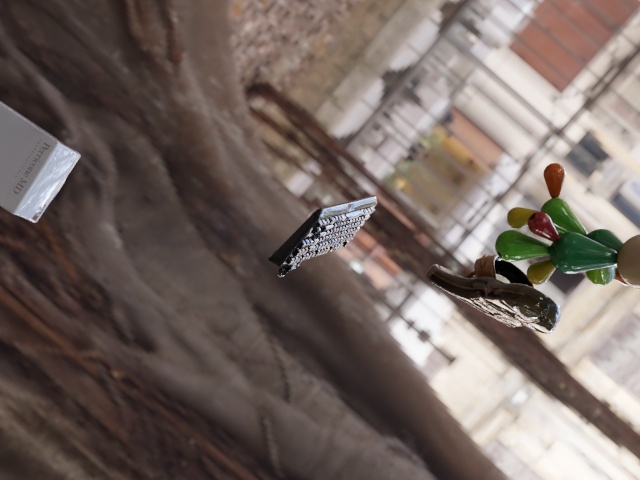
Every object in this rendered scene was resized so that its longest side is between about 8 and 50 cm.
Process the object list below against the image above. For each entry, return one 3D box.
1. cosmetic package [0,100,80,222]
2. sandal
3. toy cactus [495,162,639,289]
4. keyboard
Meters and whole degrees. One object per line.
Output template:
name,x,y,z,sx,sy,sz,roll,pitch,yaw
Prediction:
cosmetic package,-0.454,-0.135,1.831,0.117,0.231,0.085,-58,165,-1
sandal,0.179,0.044,1.358,0.060,0.090,0.219,-61,-165,-6
toy cactus,0.274,0.003,1.226,0.180,0.219,0.112,24,-78,64
keyboard,0.000,0.000,1.460,0.108,0.023,0.180,-45,169,20
